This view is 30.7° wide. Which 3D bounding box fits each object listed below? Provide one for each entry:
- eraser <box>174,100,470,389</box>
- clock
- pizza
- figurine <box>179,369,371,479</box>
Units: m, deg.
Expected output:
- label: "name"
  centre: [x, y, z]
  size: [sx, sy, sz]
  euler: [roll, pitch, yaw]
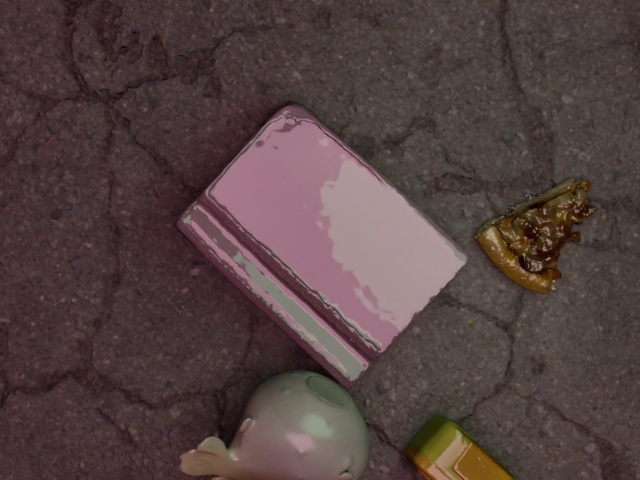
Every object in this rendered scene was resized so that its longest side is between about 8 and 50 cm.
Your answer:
- label: "eraser"
  centre: [0.000, 0.000, 1.735]
  size: [0.359, 0.122, 0.272]
  euler: [44, 90, -3]
- label: "clock"
  centre: [0.227, 0.360, 1.739]
  size: [0.202, 0.143, 0.096]
  euler: [44, 87, -2]
- label: "pizza"
  centre: [0.346, -0.019, 1.772]
  size: [0.154, 0.069, 0.194]
  euler: [41, 91, -2]
- label: "figurine"
  centre: [-0.111, 0.364, 1.700]
  size: [0.274, 0.227, 0.394]
  euler: [21, 109, -38]
